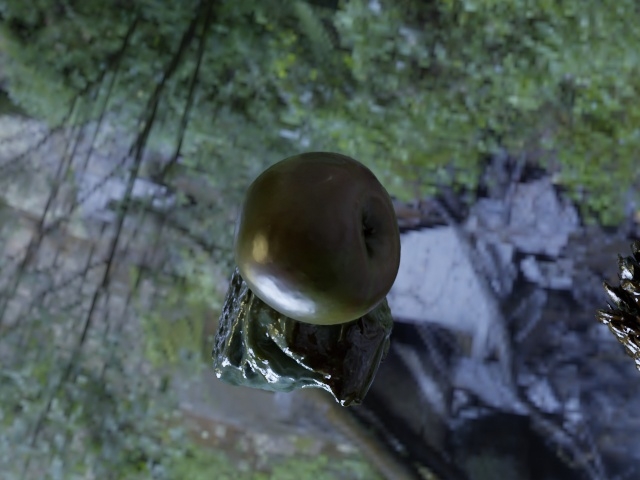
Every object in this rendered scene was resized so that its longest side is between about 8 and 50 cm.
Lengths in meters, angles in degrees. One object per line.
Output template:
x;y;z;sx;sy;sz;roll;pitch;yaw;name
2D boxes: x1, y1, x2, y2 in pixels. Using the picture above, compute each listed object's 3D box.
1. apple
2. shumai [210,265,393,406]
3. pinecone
0.000;0.000;0.780;0.074;0.089;0.089;-21;134;39;apple
0.003;0.042;1.222;0.142;0.184;0.184;21;144;-7;shumai
0.334;0.050;1.364;0.174;0.173;0.173;7;145;5;pinecone
